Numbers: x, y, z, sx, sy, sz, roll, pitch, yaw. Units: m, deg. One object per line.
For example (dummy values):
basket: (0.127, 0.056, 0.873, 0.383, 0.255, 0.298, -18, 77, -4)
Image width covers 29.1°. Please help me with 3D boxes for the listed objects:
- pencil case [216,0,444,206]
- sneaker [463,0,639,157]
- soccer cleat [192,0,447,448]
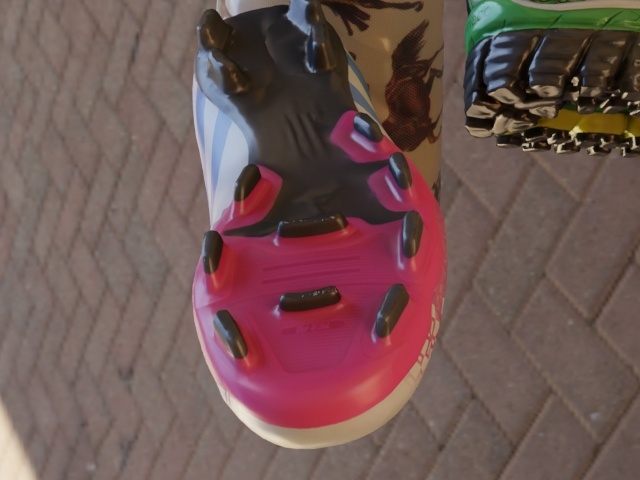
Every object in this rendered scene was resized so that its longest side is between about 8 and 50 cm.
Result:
pencil case: (-0.005, -0.113, 0.861, 0.160, 0.183, 0.410, -100, 7, -58)
sneaker: (0.235, -0.119, 0.650, 0.134, 0.343, 0.146, 155, 117, -63)
soccer cleat: (0.000, 0.000, 0.624, 0.331, 0.116, 0.143, -100, -2, -52)
